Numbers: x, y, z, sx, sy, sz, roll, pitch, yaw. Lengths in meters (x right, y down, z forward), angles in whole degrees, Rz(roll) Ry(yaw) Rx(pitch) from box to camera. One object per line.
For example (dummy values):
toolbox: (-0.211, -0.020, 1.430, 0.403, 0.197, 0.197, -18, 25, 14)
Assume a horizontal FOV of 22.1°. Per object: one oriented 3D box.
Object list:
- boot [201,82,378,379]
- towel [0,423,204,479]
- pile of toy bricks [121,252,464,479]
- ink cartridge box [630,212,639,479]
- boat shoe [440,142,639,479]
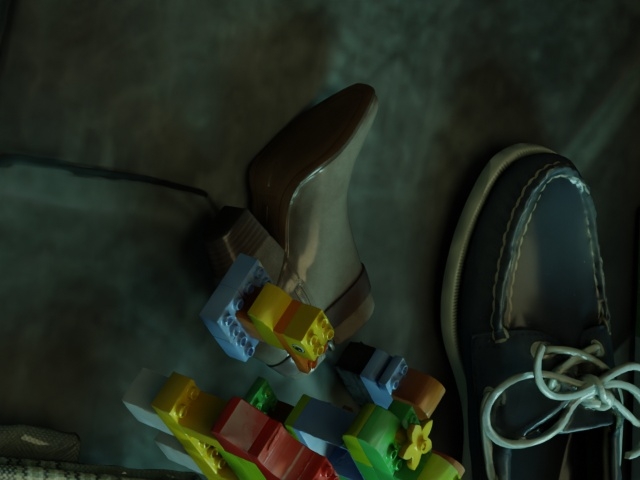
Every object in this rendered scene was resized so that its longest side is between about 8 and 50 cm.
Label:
boot: (0.000, 0.000, 0.725, 0.118, 0.042, 0.087, -45, 124, -15)
towel: (-0.207, 0.223, 0.640, 0.312, 0.056, 0.324, 10, 96, -29)
pile of toy bricks: (0.022, 0.094, 0.668, 0.118, 0.105, 0.212, -57, 145, -22)
ink cartridge box: (0.273, 0.155, 0.863, 0.207, 0.119, 0.353, -5, 100, -29)
boat shoe: (0.106, 0.083, 0.775, 0.095, 0.079, 0.254, 2, 98, -31)
